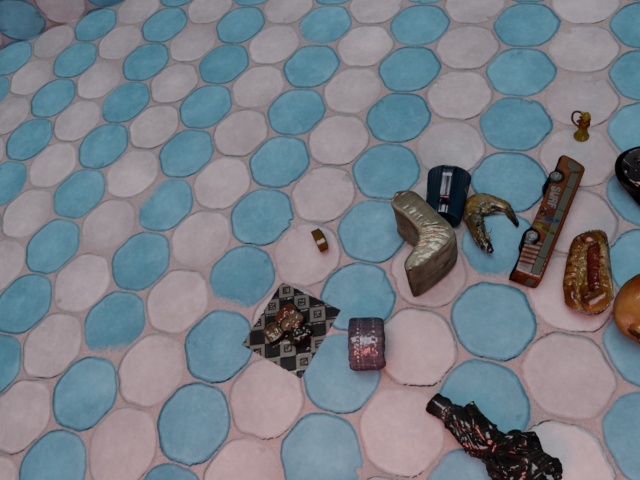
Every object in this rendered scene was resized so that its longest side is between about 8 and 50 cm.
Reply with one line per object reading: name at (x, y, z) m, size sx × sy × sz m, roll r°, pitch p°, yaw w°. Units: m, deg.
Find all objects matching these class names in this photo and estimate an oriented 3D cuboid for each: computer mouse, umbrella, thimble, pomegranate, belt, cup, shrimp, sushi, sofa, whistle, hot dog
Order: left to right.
sushi at (-0.093, 0.248, 1.656) m, size 0.219 × 0.047 × 0.231 m, roll 23°, pitch 69°, yaw 25°
belt at (0.000, 0.000, 1.766) m, size 0.036 × 0.059 × 0.083 m, roll -25°, pitch 46°, yaw -1°
thimble at (0.126, 0.279, 1.520) m, size 0.097 × 0.150 × 0.150 m, roll -3°, pitch 60°, yaw 8°
sofa at (0.263, 0.006, 1.606) m, size 0.176 × 0.210 × 0.225 m, roll -37°, pitch 61°, yaw -6°
cup at (0.373, -0.137, 1.679) m, size 0.131 × 0.176 × 0.155 m, roll 7°, pitch 69°, yaw 17°
shrimp at (0.505, -0.056, 1.666) m, size 0.150 × 0.051 × 0.217 m, roll -7°, pitch 55°, yaw 3°
umbrella at (0.411, 0.467, 1.349) m, size 0.154 × 0.128 × 0.336 m, roll -41°, pitch 56°, yaw -7°
whistle at (0.798, -0.359, 1.721) m, size 0.046 × 0.109 × 0.057 m, roll -19°, pitch 52°, yaw 5°
hot dog at (0.713, 0.083, 1.499) m, size 0.131 × 0.069 × 0.253 m, roll -12°, pitch 51°, yaw 43°
computer mouse at (0.927, -0.159, 1.578) m, size 0.137 × 0.096 × 0.233 m, roll -30°, pitch 62°, yaw 3°
pomegranate at (0.814, 0.171, 1.372) m, size 0.191 × 0.191 × 0.191 m, roll -7°, pitch 59°, yaw 12°

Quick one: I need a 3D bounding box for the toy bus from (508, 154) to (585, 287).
toy bus at (0.643, -0.059, 1.602) m, size 0.092 × 0.093 × 0.409 m, roll 23°, pitch 70°, yaw 17°
